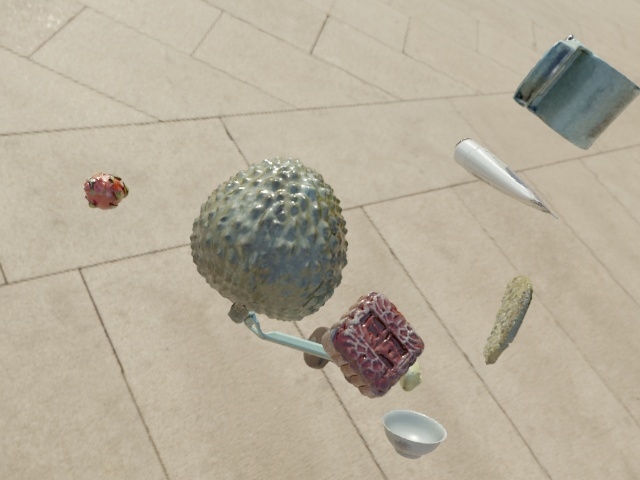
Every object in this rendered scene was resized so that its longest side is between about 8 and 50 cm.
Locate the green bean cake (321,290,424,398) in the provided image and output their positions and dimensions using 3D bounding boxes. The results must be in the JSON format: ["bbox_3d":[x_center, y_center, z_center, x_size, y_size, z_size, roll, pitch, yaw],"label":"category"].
[{"bbox_3d":[0.087,0.164,0.967,0.135,0.056,0.136,48,62,0],"label":"green bean cake"}]

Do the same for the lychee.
[{"bbox_3d":[-0.078,0.005,0.965,0.255,0.255,0.274,24,80,-8],"label":"lychee"}]

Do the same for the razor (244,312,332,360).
[{"bbox_3d":[-0.074,0.249,1.522,0.278,0.111,0.056,27,62,-13],"label":"razor"}]

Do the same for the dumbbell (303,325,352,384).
[{"bbox_3d":[0.064,0.377,1.965,0.225,0.140,0.124,31,11,-32],"label":"dumbbell"}]

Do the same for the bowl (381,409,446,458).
[{"bbox_3d":[0.259,0.568,1.735,0.189,0.086,0.189,10,10,-2],"label":"bowl"}]

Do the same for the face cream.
[{"bbox_3d":[0.348,-0.119,1.161,0.092,0.058,0.243,22,20,-44],"label":"face cream"}]

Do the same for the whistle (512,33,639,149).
[{"bbox_3d":[0.510,-0.329,1.268,0.405,0.168,0.188,11,37,-42],"label":"whistle"}]

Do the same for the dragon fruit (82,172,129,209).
[{"bbox_3d":[-0.462,-0.106,1.310,0.086,0.116,0.081,-5,90,1],"label":"dragon fruit"}]

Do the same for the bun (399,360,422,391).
[{"bbox_3d":[0.213,0.312,1.433,0.055,0.086,0.086,-7,52,-2],"label":"bun"}]

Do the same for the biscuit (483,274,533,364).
[{"bbox_3d":[0.457,0.173,1.438,0.038,0.141,0.289,31,53,4],"label":"biscuit"}]
